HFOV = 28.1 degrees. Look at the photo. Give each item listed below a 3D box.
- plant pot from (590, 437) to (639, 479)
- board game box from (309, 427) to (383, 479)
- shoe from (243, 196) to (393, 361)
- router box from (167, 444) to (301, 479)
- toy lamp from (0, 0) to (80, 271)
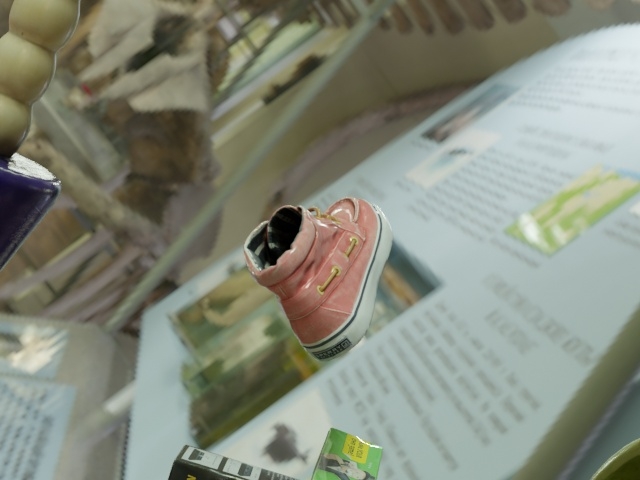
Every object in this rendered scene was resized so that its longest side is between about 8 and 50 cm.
[{"bbox_3d":[0.296,0.201,0.553,0.275,0.294,0.274,176,-90,-68],"label":"plant pot"},{"bbox_3d":[-0.027,0.267,0.799,0.046,0.213,0.317,21,12,3],"label":"board game box"},{"bbox_3d":[0.000,0.000,0.871,0.081,0.064,0.178,53,24,-22],"label":"shoe"},{"bbox_3d":[-0.050,0.357,1.079,0.243,0.308,0.081,17,0,0],"label":"router box"},{"bbox_3d":[-0.117,-0.104,0.553,0.080,0.274,0.080,25,3,-1],"label":"toy lamp"}]
